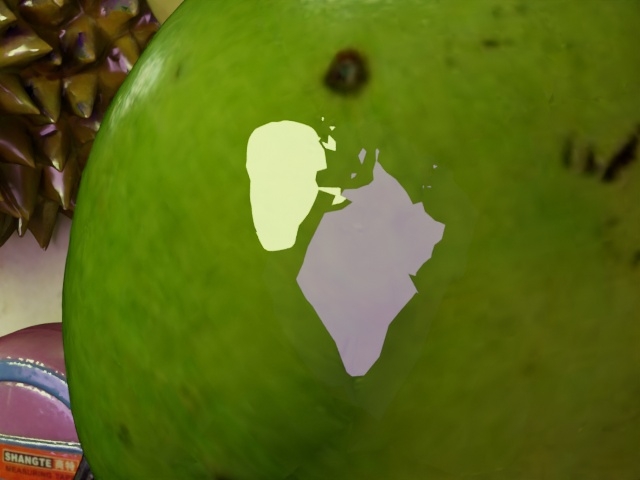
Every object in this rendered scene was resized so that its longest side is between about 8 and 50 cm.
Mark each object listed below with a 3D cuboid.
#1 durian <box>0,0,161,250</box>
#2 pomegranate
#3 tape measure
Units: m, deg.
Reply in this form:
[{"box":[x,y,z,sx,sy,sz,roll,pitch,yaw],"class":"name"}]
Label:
[{"box":[-0.150,-0.103,0.827,0.154,0.186,0.260,20,116,29],"class":"durian"},{"box":[0.000,0.000,0.682,0.358,0.216,0.309,58,148,35],"class":"pomegranate"},{"box":[-0.124,0.103,0.874,0.118,0.074,0.125,7,103,20],"class":"tape measure"}]
